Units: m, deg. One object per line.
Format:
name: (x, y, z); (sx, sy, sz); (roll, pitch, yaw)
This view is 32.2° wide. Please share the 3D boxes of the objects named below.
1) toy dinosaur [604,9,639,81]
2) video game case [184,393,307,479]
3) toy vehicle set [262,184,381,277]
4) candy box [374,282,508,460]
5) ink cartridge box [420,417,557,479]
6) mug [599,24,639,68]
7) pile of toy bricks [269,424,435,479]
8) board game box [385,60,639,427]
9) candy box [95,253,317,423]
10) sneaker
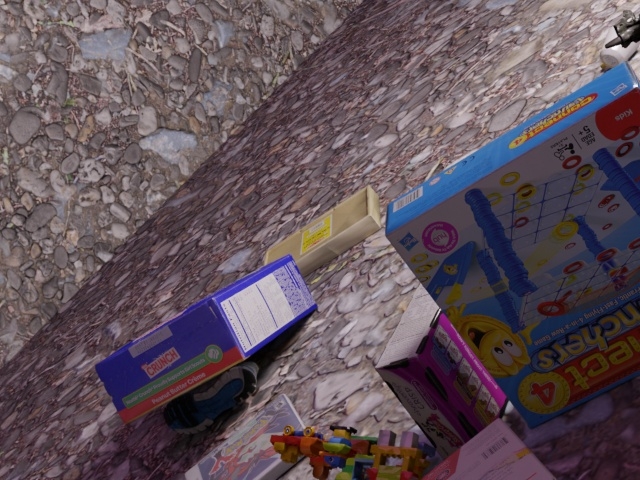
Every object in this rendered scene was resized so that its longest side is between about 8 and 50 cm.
toy dinosaur: (0.555, -0.303, 1.648); (0.218, 0.322, 0.164); (-15, 72, 44)
video game case: (-0.108, 0.325, 1.640); (0.201, 0.023, 0.183); (-38, 18, -3)
toy vehicle set: (0.000, 0.000, 2.208); (0.267, 0.035, 0.166); (-32, 19, 15)
candy box: (0.173, 0.131, 1.369); (0.071, 0.159, 0.233); (-20, 24, 40)
ink cartridge box: (0.190, 0.274, 1.136); (0.115, 0.067, 0.198); (-38, 16, 0)
mug: (0.541, -0.343, 2.020); (0.062, 0.078, 0.064); (19, 62, 30)
pile of toy bricks: (0.040, 0.292, 1.355); (0.212, 0.118, 0.105); (-3, 64, 34)
board game box: (0.280, 0.015, 1.219); (0.308, 0.302, 0.086); (-32, 19, 19)
candy box: (-0.187, 0.161, 1.895); (0.268, 0.122, 0.317); (-29, 0, 25)
sneaker: (-0.179, 0.263, 1.878); (0.191, 0.071, 0.083); (-29, 6, 16)
